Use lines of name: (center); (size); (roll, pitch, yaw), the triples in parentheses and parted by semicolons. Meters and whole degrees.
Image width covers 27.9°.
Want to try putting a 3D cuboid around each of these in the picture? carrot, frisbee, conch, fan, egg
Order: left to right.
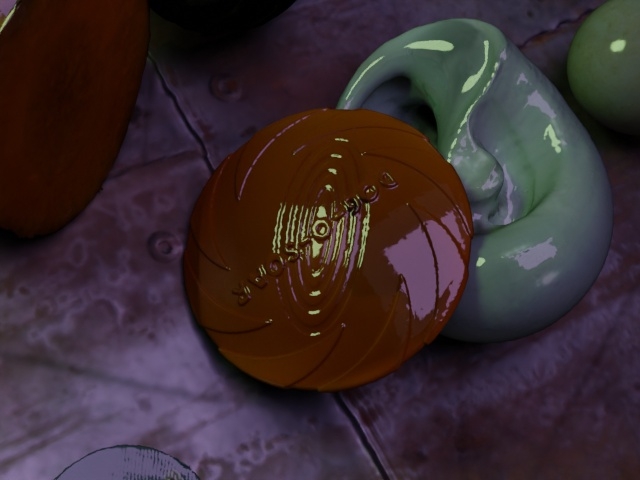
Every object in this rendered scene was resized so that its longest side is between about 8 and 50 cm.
carrot: (-0.255, -0.165, 0.751); (0.331, 0.214, 0.193); (34, 60, 1)
fan: (-0.105, 0.206, 0.757); (0.113, 0.005, 0.175); (-8, 71, -22)
frisbee: (0.000, 0.000, 0.813); (0.192, 0.035, 0.192); (-5, 71, 16)
conch: (0.097, -0.036, 0.867); (0.184, 0.121, 0.221); (-8, 71, -15)
egg: (0.257, -0.136, 0.970); (0.152, 0.114, 0.114); (-11, 72, -25)

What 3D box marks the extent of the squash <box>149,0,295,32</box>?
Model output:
squash: (-0.082, -0.232, 0.864); (0.193, 0.155, 0.193); (29, 56, -55)
